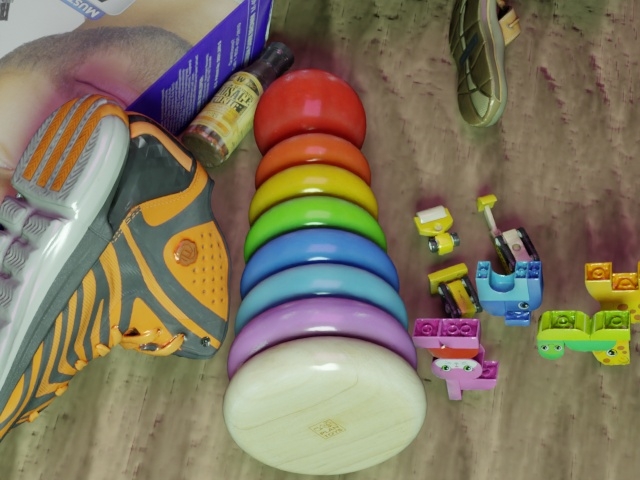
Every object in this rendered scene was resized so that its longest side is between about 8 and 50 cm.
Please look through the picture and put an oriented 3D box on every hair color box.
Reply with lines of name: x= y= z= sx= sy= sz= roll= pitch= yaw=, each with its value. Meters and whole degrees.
hair color box: x=-0.209 y=-0.131 z=1.298 sx=0.185 sy=0.110 sz=0.339 roll=34 pitch=59 yaw=14

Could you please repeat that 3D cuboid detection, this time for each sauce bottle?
sauce bottle: x=-0.064 y=-0.113 z=1.344 sx=0.042 sy=0.042 sz=0.128 roll=26 pitch=55 yaw=11

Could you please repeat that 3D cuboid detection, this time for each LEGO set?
LEGO set: x=0.191 y=0.071 z=1.218 sx=0.227 sy=0.093 sz=0.087 roll=-1 pitch=44 yaw=14

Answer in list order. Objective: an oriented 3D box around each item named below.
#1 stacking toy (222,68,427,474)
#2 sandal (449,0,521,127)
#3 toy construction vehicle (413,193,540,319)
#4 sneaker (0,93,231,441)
stacking toy: x=0.000 y=0.000 z=1.225 sx=0.141 sy=0.141 sz=0.330 roll=3 pitch=51 yaw=-6
sandal: x=0.145 y=-0.168 z=1.400 sx=0.049 sy=0.072 sz=0.180 roll=11 pitch=54 yaw=-19
toy construction vehicle: x=0.119 y=0.014 z=1.289 sx=0.086 sy=0.035 sz=0.098 roll=-20 pitch=62 yaw=-13
sneaker: x=-0.166 y=0.074 z=1.147 sx=0.124 sy=0.180 sz=0.321 roll=28 pitch=86 yaw=51
